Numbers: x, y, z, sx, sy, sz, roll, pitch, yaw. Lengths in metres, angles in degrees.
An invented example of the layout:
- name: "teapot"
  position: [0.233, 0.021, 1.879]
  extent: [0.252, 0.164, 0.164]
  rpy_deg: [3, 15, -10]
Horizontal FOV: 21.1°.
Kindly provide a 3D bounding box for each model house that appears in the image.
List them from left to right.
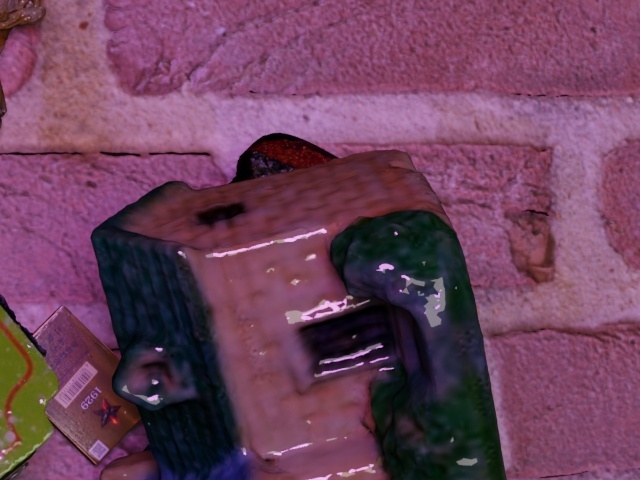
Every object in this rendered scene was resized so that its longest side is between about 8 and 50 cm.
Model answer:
- name: "model house"
  position: [-0.038, 0.148, 1.489]
  extent: [0.342, 0.334, 0.382]
  rpy_deg: [-11, 108, -3]

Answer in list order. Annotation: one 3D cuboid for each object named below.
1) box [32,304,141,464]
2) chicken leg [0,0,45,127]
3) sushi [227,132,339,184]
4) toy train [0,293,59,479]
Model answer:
- name: "box"
  position: [-0.232, 0.138, 1.645]
  extent: [0.133, 0.023, 0.090]
  rpy_deg: [45, 73, -10]
- name: "chicken leg"
  position: [-0.318, -0.206, 1.625]
  extent: [0.103, 0.088, 0.228]
  rpy_deg: [-25, 111, -56]
- name: "sushi"
  position: [0.000, 0.000, 1.685]
  extent: [0.225, 0.136, 0.126]
  rpy_deg: [34, 65, -8]
- name: "toy train"
  position: [-0.380, 0.129, 1.507]
  extent: [0.249, 0.173, 0.307]
  rpy_deg: [-38, 85, -25]
